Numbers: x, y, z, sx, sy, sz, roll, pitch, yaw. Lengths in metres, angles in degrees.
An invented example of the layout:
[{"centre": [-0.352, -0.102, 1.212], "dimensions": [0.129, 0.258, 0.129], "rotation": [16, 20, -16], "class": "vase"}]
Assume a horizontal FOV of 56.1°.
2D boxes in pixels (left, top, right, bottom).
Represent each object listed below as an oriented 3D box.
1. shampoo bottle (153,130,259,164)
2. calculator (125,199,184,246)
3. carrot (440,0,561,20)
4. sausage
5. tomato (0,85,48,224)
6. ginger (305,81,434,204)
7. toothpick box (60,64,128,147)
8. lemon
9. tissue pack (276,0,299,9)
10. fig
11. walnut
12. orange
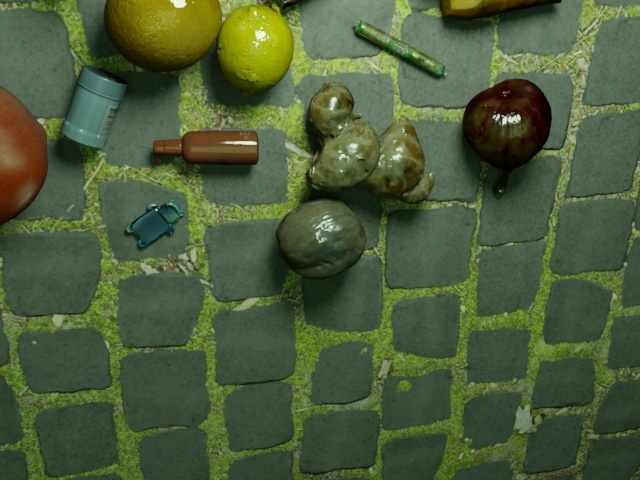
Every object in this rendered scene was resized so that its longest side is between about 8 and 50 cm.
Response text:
[{"centre": [-0.268, -0.217, 1.416], "dimensions": [0.244, 0.085, 0.086], "rotation": [-2, 112, -8], "class": "shampoo bottle"}, {"centre": [-0.407, -0.045, 1.488], "dimensions": [0.141, 0.019, 0.094], "rotation": [-34, 114, 2], "class": "calculator"}, {"centre": [0.432, -0.584, 1.398], "dimensions": [0.301, 0.114, 0.114], "rotation": [-12, 113, -7], "class": "carrot"}, {"centre": [0.194, -0.460, 1.439], "dimensions": [0.269, 0.033, 0.033], "rotation": [22, 106, -18], "class": "sausage"}, {"centre": [-0.726, -0.181, 1.231], "dimensions": [0.321, 0.321, 0.322], "rotation": [-4, 112, -10], "class": "tomato"}, {"centre": [0.121, -0.206, 1.453], "dimensions": [0.375, 0.176, 0.256], "rotation": [21, 90, -19], "class": "ginger"}, {"centre": [-0.500, -0.296, 1.326], "dimensions": [0.101, 0.101, 0.153], "rotation": [22, 107, -19], "class": "toothpick box"}, {"centre": [-0.145, -0.414, 1.314], "dimensions": [0.173, 0.174, 0.207], "rotation": [4, 123, -13], "class": "lemon"}, {"centre": [-0.029, -0.584, 1.308], "dimensions": [0.170, 0.103, 0.091], "rotation": [-32, 107, 1], "class": "tissue pack"}, {"centre": [0.464, -0.243, 1.526], "dimensions": [0.216, 0.217, 0.321], "rotation": [-18, 142, -4], "class": "fig"}, {"centre": [0.000, 0.000, 1.496], "dimensions": [0.224, 0.224, 0.224], "rotation": [-4, 112, -10], "class": "walnut"}, {"centre": [-0.320, -0.458, 1.232], "dimensions": [0.236, 0.236, 0.237], "rotation": [-4, 112, -10], "class": "orange"}]
